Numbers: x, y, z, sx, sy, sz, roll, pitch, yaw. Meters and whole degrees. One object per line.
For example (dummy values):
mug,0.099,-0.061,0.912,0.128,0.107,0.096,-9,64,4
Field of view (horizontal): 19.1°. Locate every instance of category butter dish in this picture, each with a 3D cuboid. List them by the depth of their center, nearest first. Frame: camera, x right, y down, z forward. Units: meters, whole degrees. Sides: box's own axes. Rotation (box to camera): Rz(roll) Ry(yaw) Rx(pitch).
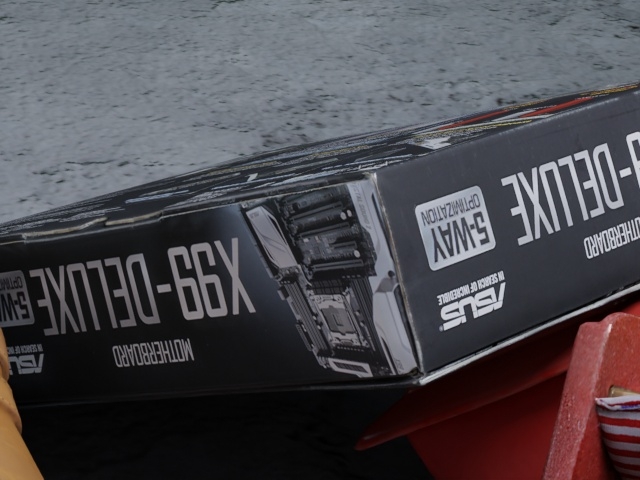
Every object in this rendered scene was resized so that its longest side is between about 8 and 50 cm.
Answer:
butter dish,0.122,0.081,0.787,0.160,0.118,0.160,-25,-3,32

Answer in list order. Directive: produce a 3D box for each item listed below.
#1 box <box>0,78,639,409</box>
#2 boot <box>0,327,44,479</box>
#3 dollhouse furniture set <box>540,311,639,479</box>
box,0.000,0.000,0.797,0.307,0.076,0.242,-8,7,45
boot,-0.126,0.091,0.676,0.283,0.109,0.220,-6,36,2
dollhouse furniture set,0.260,0.140,0.669,0.201,0.152,0.374,7,-7,46
